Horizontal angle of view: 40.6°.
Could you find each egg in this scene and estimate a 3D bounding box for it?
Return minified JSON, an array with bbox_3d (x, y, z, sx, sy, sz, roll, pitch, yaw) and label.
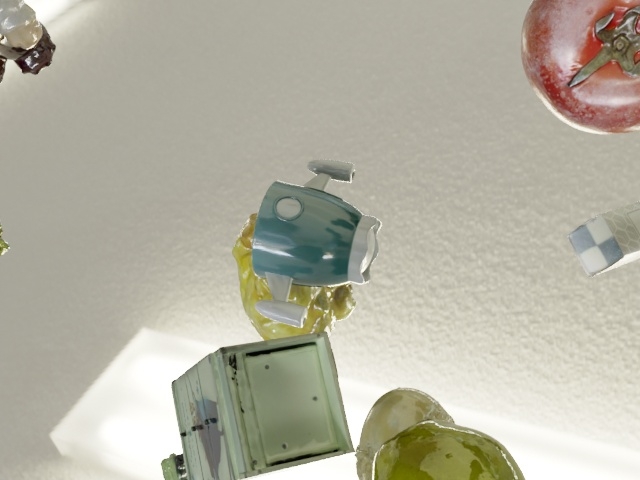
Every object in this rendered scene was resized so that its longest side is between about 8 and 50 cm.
[{"bbox_3d":[0.131,0.318,1.274,0.165,0.201,0.164,-6,176,0],"label":"egg"}]

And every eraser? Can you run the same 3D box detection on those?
[{"bbox_3d":[0.659,-0.030,1.703,0.404,0.096,0.098,-16,-107,-35],"label":"eraser"}]

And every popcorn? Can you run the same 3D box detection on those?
[{"bbox_3d":[-0.053,0.079,1.639,0.215,0.286,0.252,-6,-179,25],"label":"popcorn"}]

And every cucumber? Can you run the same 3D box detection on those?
[{"bbox_3d":[-0.200,0.392,1.477,0.115,0.085,0.193,-28,166,34],"label":"cucumber"}]

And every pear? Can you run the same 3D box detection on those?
[{"bbox_3d":[0.168,0.353,1.088,0.213,0.212,0.269,-23,-123,-10],"label":"pear"}]

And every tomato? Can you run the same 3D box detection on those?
[{"bbox_3d":[0.432,-0.294,1.286,0.270,0.270,0.227,-6,-167,12],"label":"tomato"}]

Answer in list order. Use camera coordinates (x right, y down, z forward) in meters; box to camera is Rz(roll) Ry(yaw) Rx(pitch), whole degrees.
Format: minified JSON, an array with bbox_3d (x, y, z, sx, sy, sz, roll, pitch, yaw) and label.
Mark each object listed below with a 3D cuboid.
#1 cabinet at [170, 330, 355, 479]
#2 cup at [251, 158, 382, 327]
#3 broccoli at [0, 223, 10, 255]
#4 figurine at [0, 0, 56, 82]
[{"bbox_3d":[-0.078,0.211,1.044,0.150,0.206,0.144,-6,-106,-25],"label":"cabinet"},{"bbox_3d":[0.000,0.000,1.351,0.173,0.167,0.299,12,-118,12],"label":"cup"},{"bbox_3d":[-0.466,0.008,0.990,0.180,0.272,0.242,-10,-149,-39],"label":"broccoli"},{"bbox_3d":[-0.407,-0.228,0.796,0.218,0.365,0.206,-4,-118,19],"label":"figurine"}]
